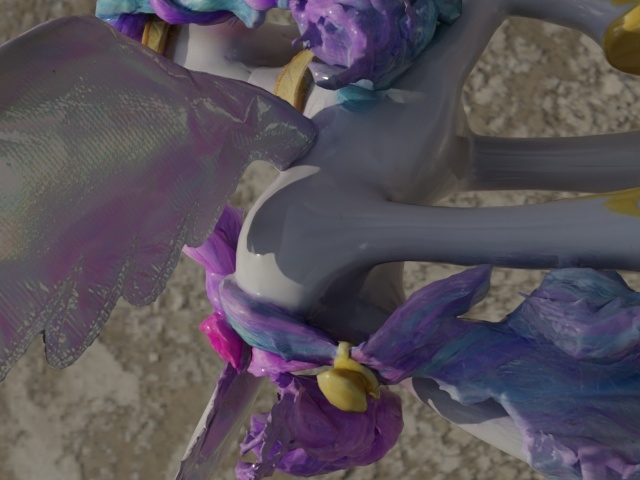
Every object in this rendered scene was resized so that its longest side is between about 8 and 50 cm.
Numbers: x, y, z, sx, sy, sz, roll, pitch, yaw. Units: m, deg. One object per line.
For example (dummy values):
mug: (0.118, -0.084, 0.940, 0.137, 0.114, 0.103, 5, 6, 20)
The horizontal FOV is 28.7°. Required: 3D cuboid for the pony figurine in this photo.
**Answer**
pony figurine: (0.000, 0.000, 0.567, 0.363, 0.303, 0.351, 12, 54, 24)
